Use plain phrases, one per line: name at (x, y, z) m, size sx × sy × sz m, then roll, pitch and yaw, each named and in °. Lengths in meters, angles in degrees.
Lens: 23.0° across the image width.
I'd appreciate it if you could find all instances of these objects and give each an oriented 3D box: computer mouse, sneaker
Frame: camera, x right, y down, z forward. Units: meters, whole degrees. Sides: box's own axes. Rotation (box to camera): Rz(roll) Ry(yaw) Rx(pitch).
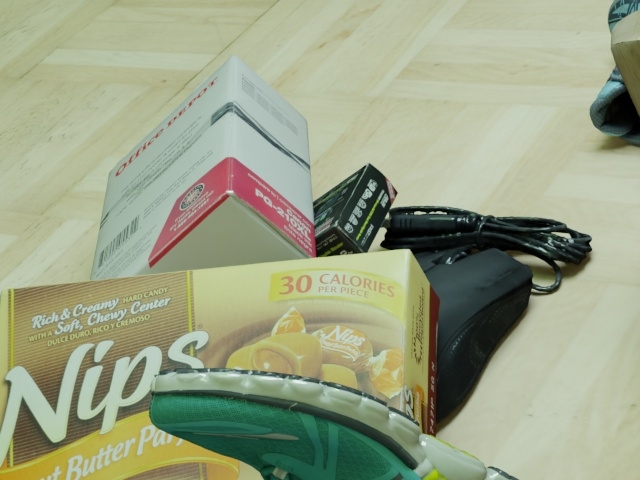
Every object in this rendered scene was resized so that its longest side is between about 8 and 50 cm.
computer mouse at (0.077, 0.045, 1.204) m, size 0.189 × 0.072 × 0.272 m, roll 5°, pitch 38°, yaw 31°
sneaker at (0.285, -0.147, 1.373) m, size 0.125 × 0.104 × 0.262 m, roll -20°, pitch 31°, yaw 0°
sneaker at (0.021, 0.152, 0.903) m, size 0.110 × 0.275 × 0.107 m, roll -66°, pitch 18°, yaw -17°

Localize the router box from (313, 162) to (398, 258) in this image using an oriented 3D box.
router box at (0.000, 0.000, 1.293) m, size 0.122 × 0.038 × 0.092 m, roll -34°, pitch 17°, yaw 39°

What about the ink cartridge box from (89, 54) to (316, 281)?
ink cartridge box at (-0.097, -0.021, 1.305) m, size 0.172 × 0.100 × 0.237 m, roll -41°, pitch 25°, yaw 21°

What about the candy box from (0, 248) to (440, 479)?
candy box at (-0.080, 0.117, 1.093) m, size 0.317 × 0.087 × 0.182 m, roll -6°, pitch 59°, yaw 19°

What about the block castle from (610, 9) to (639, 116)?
block castle at (0.423, -0.097, 0.969) m, size 0.303 × 0.212 × 0.453 m, roll -36°, pitch 21°, yaw -18°
